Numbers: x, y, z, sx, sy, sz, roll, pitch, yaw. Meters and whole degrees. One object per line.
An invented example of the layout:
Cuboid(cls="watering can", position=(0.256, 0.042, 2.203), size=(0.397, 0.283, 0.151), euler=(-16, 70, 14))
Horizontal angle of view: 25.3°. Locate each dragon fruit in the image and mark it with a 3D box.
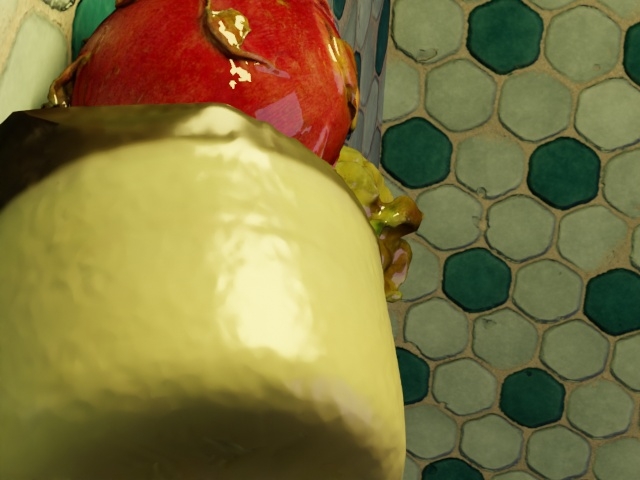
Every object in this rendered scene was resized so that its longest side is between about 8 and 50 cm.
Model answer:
Cuboid(cls="dragon fruit", position=(-0.092, -0.119, 1.199), size=(0.250, 0.315, 0.250), euler=(14, -73, 56))

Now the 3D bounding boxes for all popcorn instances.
Cuboid(cls="popcorn", position=(0.000, 0.000, 1.935), size=(0.258, 0.270, 0.224), euler=(52, 12, -3))

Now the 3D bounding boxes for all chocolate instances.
Cuboid(cls="chocolate", position=(-0.107, 0.107, 0.962), size=(0.297, 0.326, 0.314), euler=(-89, -179, -48))
